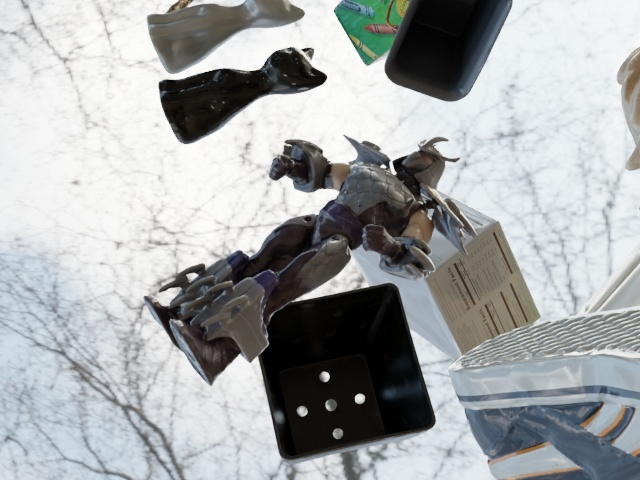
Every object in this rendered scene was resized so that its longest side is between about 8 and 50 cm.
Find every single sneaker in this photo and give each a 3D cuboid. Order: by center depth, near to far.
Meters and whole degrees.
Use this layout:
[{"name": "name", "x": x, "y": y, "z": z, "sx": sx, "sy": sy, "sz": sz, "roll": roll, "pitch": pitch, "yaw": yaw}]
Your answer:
[{"name": "sneaker", "x": 0.205, "y": 0.101, "z": 0.612, "sx": 0.126, "sy": 0.321, "sz": 0.127, "roll": -22, "pitch": -89, "yaw": -28}]

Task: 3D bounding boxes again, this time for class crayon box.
[{"name": "crayon box", "x": 0.170, "y": -0.304, "z": 1.209, "sx": 0.278, "sy": 0.165, "sz": 0.081, "roll": -30, "pitch": -89, "yaw": -27}]

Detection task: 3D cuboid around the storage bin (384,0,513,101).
[{"name": "storage bin", "x": 0.113, "y": -0.213, "z": 0.998, "sx": 0.098, "sy": 0.135, "sz": 0.091, "roll": 18, "pitch": -136, "yaw": -4}]

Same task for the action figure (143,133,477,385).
[{"name": "action figure", "x": 0.000, "y": 0.000, "z": 0.879, "sx": 0.285, "sy": 0.185, "sz": 0.099, "roll": -37, "pitch": -52, "yaw": -13}]

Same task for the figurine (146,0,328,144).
[{"name": "figurine", "x": -0.110, "y": -0.248, "z": 1.435, "sx": 0.209, "sy": 0.215, "sz": 0.092, "roll": -18, "pitch": -36, "yaw": 3}]

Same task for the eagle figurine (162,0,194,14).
[{"name": "eagle figurine", "x": -0.147, "y": -0.474, "z": 1.497, "sx": 0.225, "sy": 0.226, "sz": 0.298, "roll": 1, "pitch": -52, "yaw": -8}]

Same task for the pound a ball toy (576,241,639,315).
[{"name": "pound a ball toy", "x": 0.466, "y": 0.113, "z": 1.388, "sx": 0.208, "sy": 0.319, "sz": 0.136, "roll": 30, "pitch": -131, "yaw": 1}]

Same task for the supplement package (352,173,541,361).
[{"name": "supplement package", "x": 0.177, "y": 0.044, "z": 1.676, "sx": 0.145, "sy": 0.262, "sz": 0.204, "roll": -37, "pitch": -57, "yaw": -12}]

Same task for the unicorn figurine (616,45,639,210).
[{"name": "unicorn figurine", "x": 0.163, "y": -0.042, "z": 0.326, "sx": 0.162, "sy": 0.060, "sz": 0.111, "roll": 5, "pitch": -131, "yaw": -21}]

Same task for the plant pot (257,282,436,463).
[{"name": "plant pot", "x": 0.018, "y": 0.182, "z": 1.355, "sx": 0.187, "sy": 0.167, "sz": 0.188, "roll": -11, "pitch": -112, "yaw": -9}]
